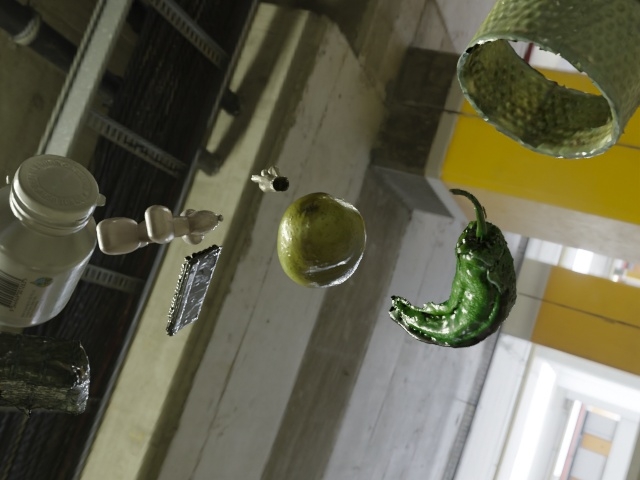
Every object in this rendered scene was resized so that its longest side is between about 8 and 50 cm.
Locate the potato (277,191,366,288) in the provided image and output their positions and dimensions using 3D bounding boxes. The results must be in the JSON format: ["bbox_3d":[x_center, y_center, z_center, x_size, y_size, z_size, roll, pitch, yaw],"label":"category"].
[{"bbox_3d":[0.000,0.000,1.284,0.169,0.143,0.248,-30,-24,-11],"label":"potato"}]

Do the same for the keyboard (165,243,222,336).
[{"bbox_3d":[-0.224,0.088,1.221,0.072,0.023,0.231,-31,-22,-39],"label":"keyboard"}]

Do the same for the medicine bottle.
[{"bbox_3d":[-0.350,-0.001,0.863,0.215,0.135,0.135,-50,-8,37],"label":"medicine bottle"}]

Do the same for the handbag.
[{"bbox_3d":[-0.500,0.227,1.130,0.175,0.270,0.089,-55,33,39],"label":"handbag"}]

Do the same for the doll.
[{"bbox_3d":[-0.238,-0.018,1.082,0.160,0.161,0.059,-3,-100,-67],"label":"doll"}]

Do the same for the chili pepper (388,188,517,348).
[{"bbox_3d":[0.158,0.044,0.777,0.065,0.122,0.279,-58,-8,-36],"label":"chili pepper"}]

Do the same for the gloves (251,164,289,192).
[{"bbox_3d":[-0.069,-0.083,0.989,0.044,0.081,0.037,10,-70,-25],"label":"gloves"}]

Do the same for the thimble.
[{"bbox_3d":[0.350,-0.261,1.047,0.150,0.270,0.271,-55,-30,-15],"label":"thimble"}]
